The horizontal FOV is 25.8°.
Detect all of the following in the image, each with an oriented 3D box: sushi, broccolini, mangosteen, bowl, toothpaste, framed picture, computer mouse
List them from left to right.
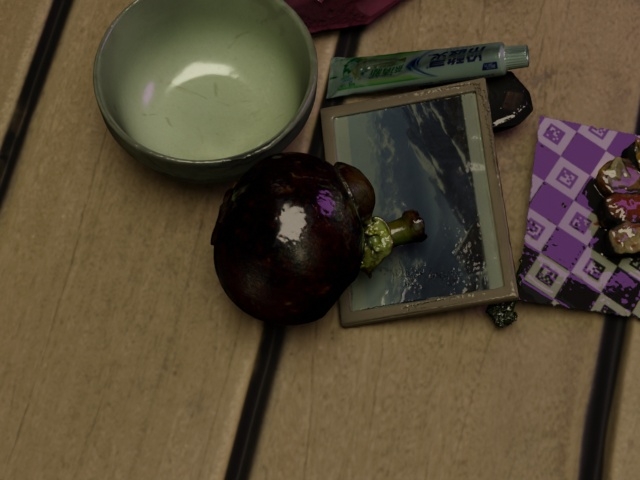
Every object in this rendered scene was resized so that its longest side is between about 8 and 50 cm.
[{"bbox_3d":[-0.156,-0.207,1.964,0.307,0.163,0.307,0,67,0],"label":"bowl"},{"bbox_3d":[0.000,0.000,1.848,0.289,0.231,0.231,4,67,-4],"label":"mangosteen"},{"bbox_3d":[0.133,-0.055,1.950,0.247,0.022,0.335,-9,67,11],"label":"framed picture"},{"bbox_3d":[0.152,-0.250,2.019,0.297,0.048,0.074,-4,61,17],"label":"toothpaste"},{"bbox_3d":[0.226,-0.201,2.029,0.172,0.057,0.099,14,69,19],"label":"computer mouse"},{"bbox_3d":[0.285,0.027,1.941,0.044,0.042,0.218,24,67,8],"label":"broccolini"},{"bbox_3d":[0.418,-0.035,1.944,0.264,0.050,0.290,11,67,-5],"label":"sushi"}]

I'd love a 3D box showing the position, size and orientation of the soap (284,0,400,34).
[{"bbox_3d":[0.040,-0.438,2.086,0.325,0.127,0.220,-39,74,-16],"label":"soap"}]
